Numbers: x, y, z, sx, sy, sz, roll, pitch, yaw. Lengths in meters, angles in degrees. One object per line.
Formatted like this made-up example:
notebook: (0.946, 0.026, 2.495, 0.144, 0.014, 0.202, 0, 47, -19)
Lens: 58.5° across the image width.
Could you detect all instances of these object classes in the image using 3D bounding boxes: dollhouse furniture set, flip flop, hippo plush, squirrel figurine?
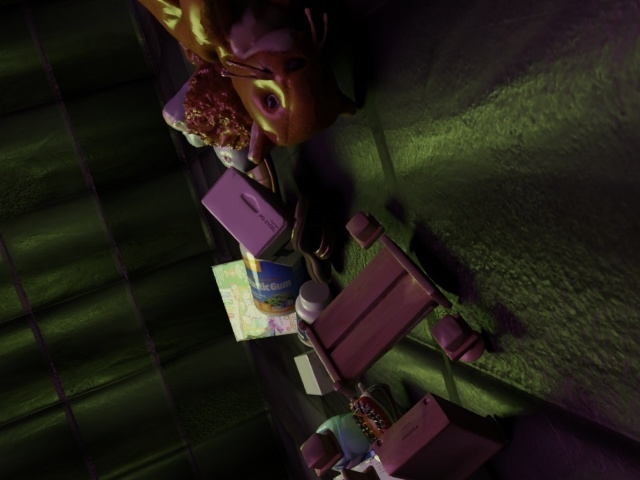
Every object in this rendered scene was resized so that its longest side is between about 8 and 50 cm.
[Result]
dollhouse furniture set: (0.086, 0.188, 0.852, 0.173, 0.303, 0.355, 34, -165, -42)
flip flop: (0.000, 0.000, 1.151, 0.277, 0.080, 0.112, 69, -155, -54)
hippo plush: (-0.155, -0.276, 1.213, 0.236, 0.234, 0.294, 44, 111, 22)
squirrel figurine: (-0.105, -0.297, 0.896, 0.370, 0.281, 0.397, 56, 163, 7)

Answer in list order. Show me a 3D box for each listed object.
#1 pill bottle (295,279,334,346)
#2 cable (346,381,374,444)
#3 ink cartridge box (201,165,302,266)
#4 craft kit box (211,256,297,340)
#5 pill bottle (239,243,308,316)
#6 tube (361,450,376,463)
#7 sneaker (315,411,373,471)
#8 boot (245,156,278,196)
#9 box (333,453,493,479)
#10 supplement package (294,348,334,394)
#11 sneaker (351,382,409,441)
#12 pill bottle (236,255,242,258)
pill bottle: (-0.012, 0.172, 1.359, 0.169, 0.094, 0.094, 88, 156, -48)
cable: (0.159, 0.442, 1.242, 0.139, 0.072, 0.287, -26, 98, 51)
ink cartridge box: (-0.121, -0.043, 1.211, 0.172, 0.100, 0.237, 45, -175, 15)
craft kit box: (-0.179, 0.164, 1.697, 0.061, 0.246, 0.250, -33, -74, -62)
pill bottle: (-0.122, 0.046, 1.464, 0.152, 0.152, 0.272, -135, 29, -55)
tube: (0.111, 0.577, 1.527, 0.080, 0.052, 0.207, 62, 157, 9)
sneaker: (0.031, 0.510, 1.445, 0.366, 0.150, 0.135, 111, 147, -54)
boot: (-0.175, -0.133, 1.503, 0.112, 0.115, 0.305, -147, 41, -67)
box: (0.163, 0.445, 0.924, 0.231, 0.126, 0.262, 63, 143, 23)
supplement package: (0.011, 0.321, 1.443, 0.105, 0.105, 0.179, 67, 163, 8)
sneaker: (0.155, 0.373, 1.101, 0.088, 0.092, 0.225, -20, 106, 44)
pill bottle: (-0.216, 0.081, 1.808, 0.086, 0.152, 0.086, 57, 159, 36)
